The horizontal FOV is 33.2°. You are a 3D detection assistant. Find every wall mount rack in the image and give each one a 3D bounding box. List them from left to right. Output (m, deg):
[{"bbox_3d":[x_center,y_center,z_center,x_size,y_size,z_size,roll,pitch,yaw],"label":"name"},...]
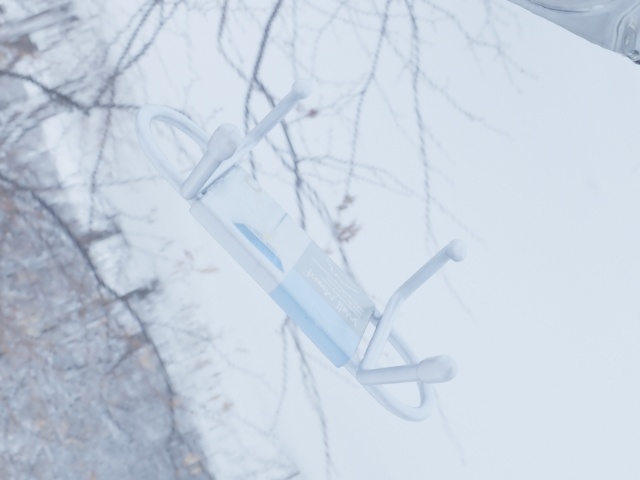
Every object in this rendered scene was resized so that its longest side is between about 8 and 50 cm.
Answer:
[{"bbox_3d":[0.000,0.000,0.827,0.350,0.130,0.304,46,-160,-5],"label":"wall mount rack"}]

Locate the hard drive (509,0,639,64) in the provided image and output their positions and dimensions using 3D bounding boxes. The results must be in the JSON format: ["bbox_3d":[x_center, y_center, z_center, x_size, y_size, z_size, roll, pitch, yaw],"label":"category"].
[{"bbox_3d":[0.121,-0.258,0.423,0.237,0.064,0.339,-121,31,-61],"label":"hard drive"}]
